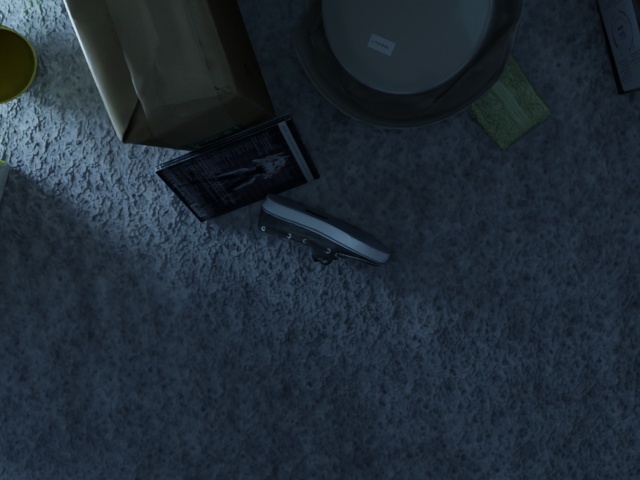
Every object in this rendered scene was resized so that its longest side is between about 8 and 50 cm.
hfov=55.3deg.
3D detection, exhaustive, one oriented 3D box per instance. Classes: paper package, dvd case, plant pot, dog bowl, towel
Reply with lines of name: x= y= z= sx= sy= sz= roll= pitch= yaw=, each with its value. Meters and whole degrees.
paper package: x=-0.206 y=-0.293 z=0.861 sx=0.168 sy=0.325 sz=0.309 roll=-18 pitch=95 yaw=5
dvd case: x=-0.126 y=-0.110 z=0.973 sx=0.221 sy=0.164 sz=0.018 roll=-20 pitch=59 yaw=6
plant pot: x=-0.550 y=-0.302 z=0.992 sx=0.095 sy=0.134 sz=0.134 roll=40 pitch=99 yaw=26
dog bowl: x=0.130 y=-0.345 z=0.904 sx=0.349 sy=0.102 sz=0.348 roll=6 pitch=107 yaw=19
towel: x=0.291 y=-0.231 z=0.988 sx=0.110 sy=0.027 sz=0.148 roll=-37 pitch=94 yaw=8

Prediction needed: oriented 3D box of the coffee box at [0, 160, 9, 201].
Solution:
coffee box: x=-0.756 y=-0.019 z=0.925 sx=0.338 sy=0.337 sz=0.334 roll=20 pitch=98 yaw=1

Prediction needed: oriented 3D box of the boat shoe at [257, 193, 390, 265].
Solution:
boat shoe: x=0.000 y=0.000 z=1.013 sx=0.229 sy=0.080 sz=0.076 roll=23 pitch=106 yaw=1

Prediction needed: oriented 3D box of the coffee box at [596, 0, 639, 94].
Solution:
coffee box: x=0.512 y=-0.388 z=0.907 sx=0.168 sy=0.119 sz=0.297 roll=-16 pitch=96 yaw=4
